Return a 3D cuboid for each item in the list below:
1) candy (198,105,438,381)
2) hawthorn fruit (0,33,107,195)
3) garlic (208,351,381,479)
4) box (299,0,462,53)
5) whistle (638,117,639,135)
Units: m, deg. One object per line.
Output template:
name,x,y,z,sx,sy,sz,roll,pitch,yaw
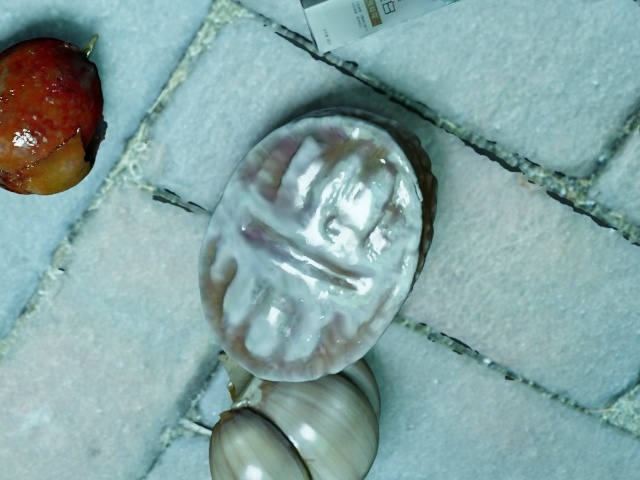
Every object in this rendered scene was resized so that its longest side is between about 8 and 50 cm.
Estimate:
candy,0.000,0.000,1.719,0.214,0.157,0.289,30,110,6
hawthorn fruit,-0.264,-0.127,1.616,0.148,0.148,0.172,38,87,-27
garlic,-0.017,0.203,1.799,0.160,0.214,0.191,-36,112,20
box,0.089,-0.248,1.669,0.218,0.039,0.055,-21,119,1
whistle,0.401,-0.079,1.797,0.085,0.105,0.227,-6,131,41
